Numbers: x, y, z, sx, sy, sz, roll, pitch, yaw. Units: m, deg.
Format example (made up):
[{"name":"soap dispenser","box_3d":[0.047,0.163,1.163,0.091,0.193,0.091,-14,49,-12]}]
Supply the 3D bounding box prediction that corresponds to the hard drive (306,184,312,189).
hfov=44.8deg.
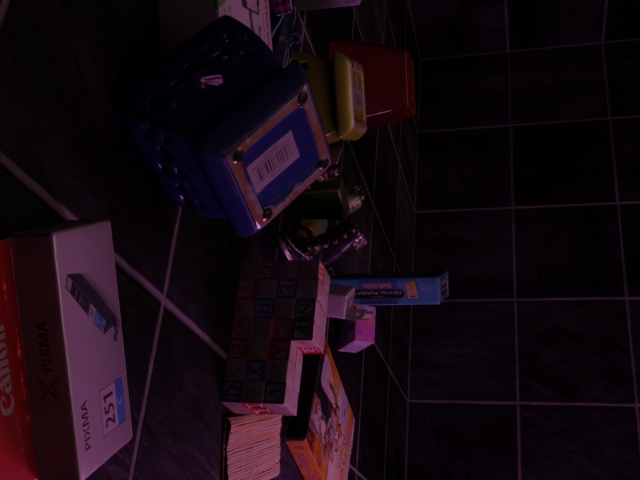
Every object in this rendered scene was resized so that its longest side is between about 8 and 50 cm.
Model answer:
[{"name":"hard drive","box_3d":[-0.079,-0.171,1.750,0.022,0.094,0.135,-76,158,-43]}]

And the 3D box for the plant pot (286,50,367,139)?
[{"name":"plant pot","box_3d":[-0.007,-0.329,1.830,0.228,0.207,0.227,-22,109,-75]}]

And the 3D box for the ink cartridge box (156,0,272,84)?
[{"name":"ink cartridge box","box_3d":[-0.178,-0.384,1.368,0.273,0.114,0.199,-23,110,-74]}]

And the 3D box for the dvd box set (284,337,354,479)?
[{"name":"dvd box set","box_3d":[0.008,0.496,2.050,0.421,0.062,0.308,73,22,-44]}]

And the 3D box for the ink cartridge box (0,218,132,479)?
[{"name":"ink cartridge box","box_3d":[-0.315,0.137,0.889,0.261,0.066,0.297,-32,118,-74]}]

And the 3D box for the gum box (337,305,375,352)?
[{"name":"gum box","box_3d":[0.104,0.265,2.300,0.188,0.062,0.107,131,-35,-67]}]

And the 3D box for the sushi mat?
[{"name":"sushi mat","box_3d":[-0.137,0.432,1.603,0.316,0.019,0.152,28,62,-73]}]

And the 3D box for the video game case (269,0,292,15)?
[{"name":"video game case","box_3d":[-0.127,-0.579,1.527,0.210,0.041,0.232,-130,-157,-54]}]

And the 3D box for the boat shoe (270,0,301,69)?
[{"name":"boat shoe","box_3d":[-0.108,-0.419,1.686,0.089,0.109,0.258,36,65,-47]}]

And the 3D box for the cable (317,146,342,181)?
[{"name":"cable","box_3d":[0.020,-0.203,2.258,0.287,0.072,0.140,11,60,-87]}]

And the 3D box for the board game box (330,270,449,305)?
[{"name":"board game box","box_3d":[0.191,0.139,2.250,0.254,0.335,0.079,-6,94,-75]}]

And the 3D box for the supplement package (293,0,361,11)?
[{"name":"supplement package","box_3d":[0.003,-0.696,1.932,0.149,0.194,0.203,-70,154,-56]}]

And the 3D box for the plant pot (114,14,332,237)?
[{"name":"plant pot","box_3d":[-0.127,-0.161,1.174,0.236,0.212,0.236,-43,144,-19]}]

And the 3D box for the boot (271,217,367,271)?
[{"name":"boot","box_3d":[0.000,-0.001,1.818,0.085,0.178,0.236,56,4,35]}]

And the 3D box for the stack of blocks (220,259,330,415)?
[{"name":"stack of blocks","box_3d":[-0.084,0.190,1.540,0.087,0.171,0.297,62,31,-58]}]

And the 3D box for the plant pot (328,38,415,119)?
[{"name":"plant pot","box_3d":[0.173,-0.492,2.464,0.267,0.235,0.267,-4,91,-75]}]

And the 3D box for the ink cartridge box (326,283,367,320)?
[{"name":"ink cartridge box","box_3d":[0.022,0.145,1.904,0.104,0.181,0.062,-33,129,-73]}]

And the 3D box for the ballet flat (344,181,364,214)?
[{"name":"ballet flat","box_3d":[0.095,-0.128,2.423,0.221,0.079,0.077,-62,147,-61]}]

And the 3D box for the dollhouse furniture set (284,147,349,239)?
[{"name":"dollhouse furniture set","box_3d":[0.018,-0.070,1.989,0.198,0.151,0.302,-75,158,-47]}]
